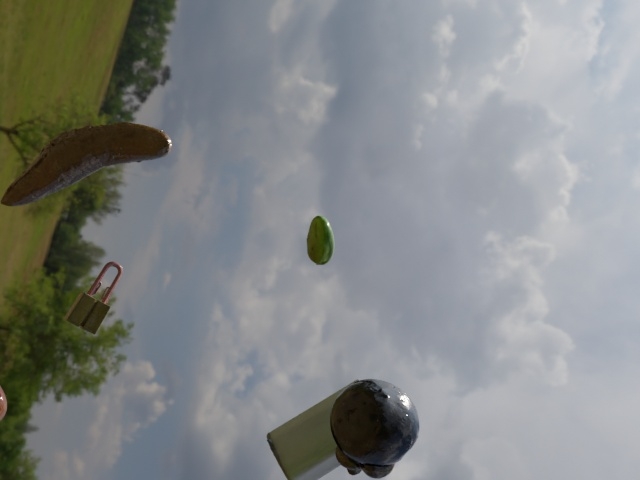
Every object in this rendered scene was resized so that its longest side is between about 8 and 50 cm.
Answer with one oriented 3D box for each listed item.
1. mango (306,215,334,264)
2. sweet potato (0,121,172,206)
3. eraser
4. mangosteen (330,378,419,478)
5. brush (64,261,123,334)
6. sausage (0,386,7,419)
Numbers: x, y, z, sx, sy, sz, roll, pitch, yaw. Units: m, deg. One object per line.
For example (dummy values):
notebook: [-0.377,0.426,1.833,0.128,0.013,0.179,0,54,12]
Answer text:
mango: [0.000,0.000,1.455,0.073,0.056,0.108,-133,-144,-64]
sweet potato: [-0.451,-0.163,1.337,0.092,0.341,0.114,71,0,-68]
eraser: [0.019,0.491,1.795,0.290,0.104,0.189,-30,-153,-6]
mangosteen: [0.112,0.445,1.619,0.211,0.211,0.250,-120,-133,-60]
brush: [-0.697,0.171,2.217,0.047,0.103,0.233,-6,-127,60]
sausage: [-0.987,0.395,2.029,0.300,0.083,0.089,43,-42,23]
